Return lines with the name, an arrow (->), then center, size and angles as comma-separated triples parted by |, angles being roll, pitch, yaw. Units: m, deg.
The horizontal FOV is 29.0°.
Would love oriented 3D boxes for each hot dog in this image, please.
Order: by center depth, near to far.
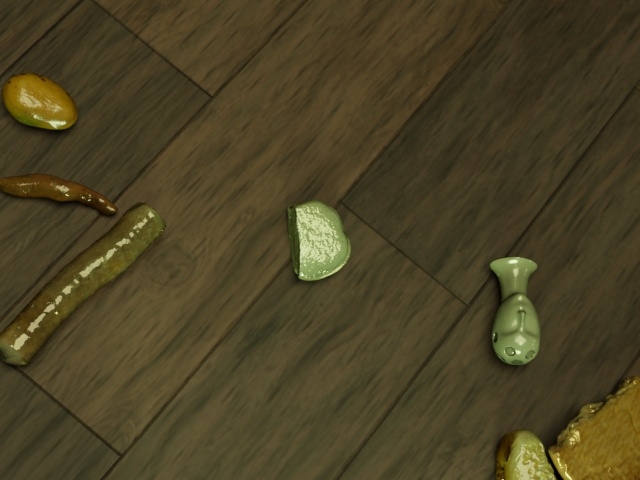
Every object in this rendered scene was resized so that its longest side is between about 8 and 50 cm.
hot dog -> 0.307, 0.385, 1.737 | 0.073, 0.084, 0.242 | -20, 77, -14

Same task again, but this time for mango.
mango -> -0.406, -0.200, 1.795 | 0.114, 0.057, 0.079 | 28, 60, -6

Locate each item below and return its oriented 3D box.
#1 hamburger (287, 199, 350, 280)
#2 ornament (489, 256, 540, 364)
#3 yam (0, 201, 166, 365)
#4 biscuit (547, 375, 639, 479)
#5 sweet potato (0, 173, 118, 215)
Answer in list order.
hamburger -> 0.000, 0.001, 1.820 | 0.084, 0.054, 0.121 | 0, 74, -17
ornament -> 0.288, 0.106, 1.832 | 0.074, 0.081, 0.156 | 6, 66, -5
yam -> -0.333, 0.058, 1.720 | 0.066, 0.066, 0.300 | 43, 69, 4
biscuit -> 0.421, 0.300, 1.795 | 0.224, 0.033, 0.144 | -34, 96, -36
sweet potato -> -0.376, -0.071, 1.765 | 0.179, 0.044, 0.044 | 10, 69, -9
